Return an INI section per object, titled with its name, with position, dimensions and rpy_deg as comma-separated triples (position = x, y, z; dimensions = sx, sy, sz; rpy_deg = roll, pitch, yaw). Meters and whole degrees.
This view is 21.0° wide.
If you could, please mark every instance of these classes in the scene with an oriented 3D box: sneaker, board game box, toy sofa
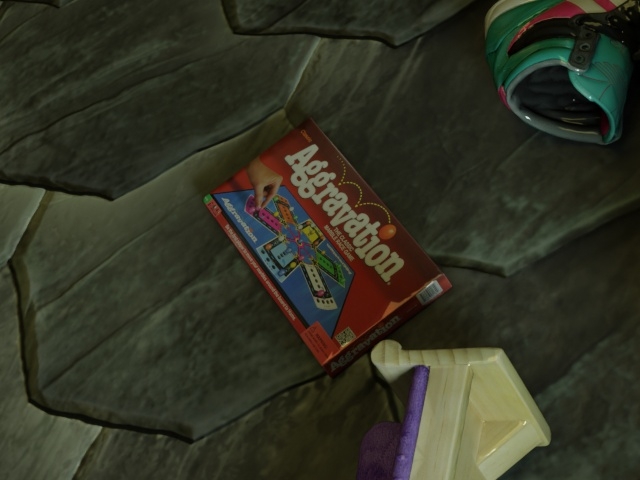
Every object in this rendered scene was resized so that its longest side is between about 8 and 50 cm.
[sneaker]
position = 0.286, -0.184, 1.615
dimensions = 0.295, 0.124, 0.178
rpy_deg = -18, 44, 27
[board game box]
position = 0.000, 0.000, 1.706
dimensions = 0.145, 0.027, 0.281
rpy_deg = -37, 46, -2
[toy sofa]
position = 0.062, 0.270, 1.380
dimensions = 0.177, 0.150, 0.363
rpy_deg = -3, 55, 26
